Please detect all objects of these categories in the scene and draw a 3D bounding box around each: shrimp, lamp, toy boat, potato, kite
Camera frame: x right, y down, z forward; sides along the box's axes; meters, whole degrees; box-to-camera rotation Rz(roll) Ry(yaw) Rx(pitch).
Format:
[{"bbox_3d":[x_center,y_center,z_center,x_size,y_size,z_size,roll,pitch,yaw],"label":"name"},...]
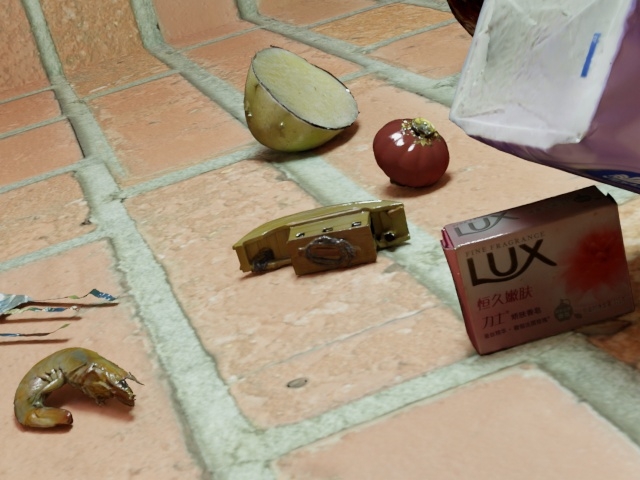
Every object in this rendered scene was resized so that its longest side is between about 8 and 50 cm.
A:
[{"bbox_3d":[-0.236,0.141,1.016,0.162,0.045,0.095,10,32,45],"label":"shrimp"},{"bbox_3d":[0.115,-0.111,1.363,0.101,0.090,0.101,15,36,-11],"label":"lamp"},{"bbox_3d":[0.000,0.000,1.205,0.200,0.057,0.077,-11,27,12],"label":"toy boat"},{"bbox_3d":[-0.048,-0.199,1.668,0.117,0.182,0.202,-53,-8,29],"label":"potato"},{"bbox_3d":[-0.394,0.098,1.284,0.309,0.015,0.169,-3,23,34],"label":"kite"}]

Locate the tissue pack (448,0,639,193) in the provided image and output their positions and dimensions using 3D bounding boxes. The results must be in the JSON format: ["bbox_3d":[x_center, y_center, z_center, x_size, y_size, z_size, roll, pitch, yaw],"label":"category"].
[{"bbox_3d":[0.316,-0.104,0.914,0.338,0.160,0.242,16,6,-19],"label":"tissue pack"}]

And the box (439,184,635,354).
[{"bbox_3d":[0.189,0.024,0.933,0.156,0.111,0.060,-17,20,-1],"label":"box"}]

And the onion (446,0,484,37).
[{"bbox_3d":[0.368,-0.472,1.680,0.347,0.347,0.385,7,66,45],"label":"onion"}]
